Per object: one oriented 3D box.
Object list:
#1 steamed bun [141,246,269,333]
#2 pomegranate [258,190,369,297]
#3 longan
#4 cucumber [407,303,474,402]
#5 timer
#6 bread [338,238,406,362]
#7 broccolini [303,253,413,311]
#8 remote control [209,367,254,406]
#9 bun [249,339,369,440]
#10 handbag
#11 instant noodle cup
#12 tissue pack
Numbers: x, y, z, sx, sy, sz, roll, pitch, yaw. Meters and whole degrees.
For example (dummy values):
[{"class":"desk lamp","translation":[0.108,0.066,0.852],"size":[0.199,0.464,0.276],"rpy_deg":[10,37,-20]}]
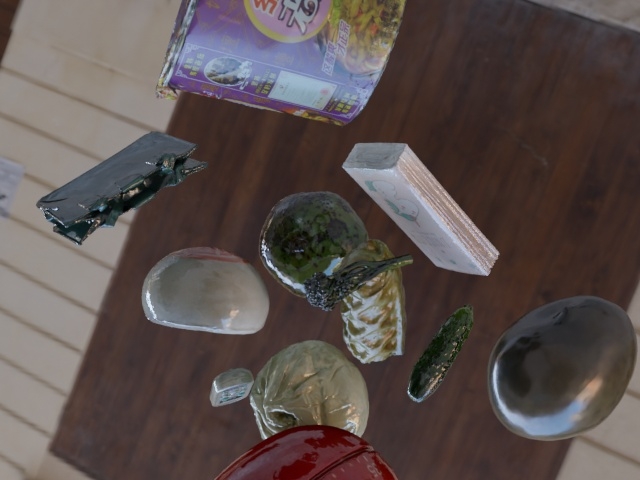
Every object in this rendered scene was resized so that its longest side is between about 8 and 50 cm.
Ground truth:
[{"class":"steamed bun","translation":[-0.246,0.103,2.063],"size":[0.283,0.177,0.283],"rpy_deg":[6,180,0]},{"class":"pomegranate","translation":[0.000,0.000,2.462],"size":[0.285,0.285,0.340],"rpy_deg":[23,-166,19]},{"class":"longan","translation":[0.503,0.261,1.989],"size":[0.288,0.350,0.288],"rpy_deg":[50,171,10]},{"class":"cucumber","translation":[0.244,0.224,1.911],"size":[0.069,0.227,0.069],"rpy_deg":[33,174,4]},{"class":"timer","translation":[-0.044,0.466,1.501],"size":[0.279,0.378,0.378],"rpy_deg":[47,-165,22]},{"class":"bread","translation":[0.104,0.117,1.873],"size":[0.130,0.152,0.268],"rpy_deg":[8,136,16]},{"class":"broccolini","translation":[0.062,0.054,1.618],"size":[0.068,0.202,0.091],"rpy_deg":[63,156,-3]},{"class":"remote control","translation":[-0.175,0.285,1.843],"size":[0.078,0.042,0.221],"rpy_deg":[-16,166,-14]},{"class":"bun","translation":[-0.029,0.300,1.713],"size":[0.229,0.229,0.145],"rpy_deg":[24,-158,24]},{"class":"handbag","translation":[-0.419,-0.116,1.991],"size":[0.238,0.326,0.089],"rpy_deg":[17,136,56]},{"class":"instant noodle cup","translation":[-0.050,-0.307,1.277],"size":[0.266,0.340,0.340],"rpy_deg":[19,-175,-14]},{"class":"tissue pack","translation":[0.199,-0.061,1.861],"size":[0.325,0.071,0.170],"rpy_deg":[45,159,-28]}]
